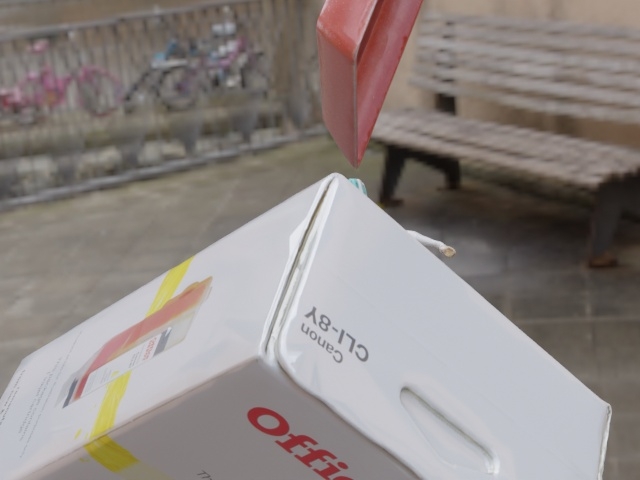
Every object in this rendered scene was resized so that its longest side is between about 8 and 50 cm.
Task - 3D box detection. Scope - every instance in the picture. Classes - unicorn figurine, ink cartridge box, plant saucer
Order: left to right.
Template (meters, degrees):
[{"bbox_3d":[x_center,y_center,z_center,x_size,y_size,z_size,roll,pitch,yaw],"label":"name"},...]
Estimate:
[{"bbox_3d":[-0.034,0.156,0.970,0.385,0.279,0.160,-29,31,43],"label":"ink cartridge box"},{"bbox_3d":[0.054,-0.223,1.210,0.048,0.258,0.259,19,-16,7],"label":"plant saucer"},{"bbox_3d":[0.078,0.010,1.419,0.111,0.060,0.162,27,-4,43],"label":"unicorn figurine"}]

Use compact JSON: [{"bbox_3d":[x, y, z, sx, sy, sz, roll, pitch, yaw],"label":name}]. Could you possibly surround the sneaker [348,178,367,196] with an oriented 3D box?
[{"bbox_3d":[0.000,0.000,1.048,0.076,0.065,0.166,-3,-18,0],"label":"sneaker"}]
